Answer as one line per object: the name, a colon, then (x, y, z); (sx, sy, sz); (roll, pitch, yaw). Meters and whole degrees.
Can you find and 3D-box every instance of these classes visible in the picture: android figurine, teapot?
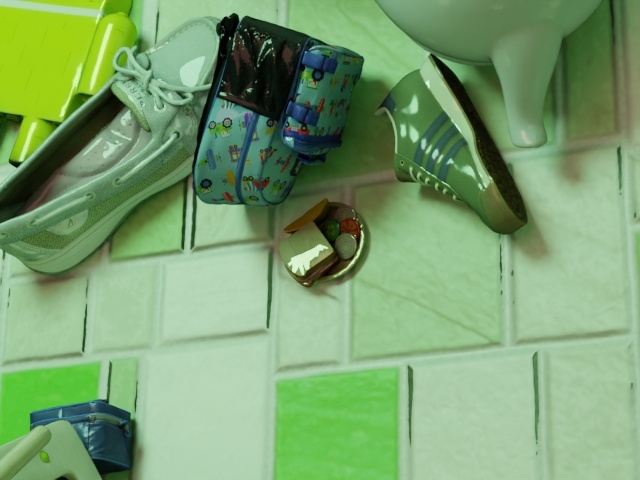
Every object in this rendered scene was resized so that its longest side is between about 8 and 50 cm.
android figurine: (-0.298, -0.207, 1.631); (0.248, 0.056, 0.272); (13, 79, 30)
teapot: (0.139, -0.248, 1.357); (0.252, 0.187, 0.256); (26, 57, 13)

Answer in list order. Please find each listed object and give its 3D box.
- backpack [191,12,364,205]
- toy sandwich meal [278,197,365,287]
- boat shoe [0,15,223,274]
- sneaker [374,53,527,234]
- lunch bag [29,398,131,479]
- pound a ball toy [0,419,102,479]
backpack: (-0.045, -0.106, 1.410); (0.117, 0.158, 0.173); (19, 94, 13)
toy sandwich meal: (0.000, 0.000, 1.415); (0.086, 0.029, 0.085); (-9, 68, 24)
boat shoe: (-0.200, -0.100, 1.511); (0.320, 0.103, 0.118); (-42, 59, 8)
sneaker: (0.109, -0.069, 1.372); (0.086, 0.064, 0.192); (-35, 59, 20)
lunch bag: (-0.221, 0.181, 1.437); (0.098, 0.067, 0.065); (-13, 67, 20)
pound a ball toy: (-0.270, 0.245, 1.246); (0.208, 0.319, 0.135); (-28, 88, 22)
